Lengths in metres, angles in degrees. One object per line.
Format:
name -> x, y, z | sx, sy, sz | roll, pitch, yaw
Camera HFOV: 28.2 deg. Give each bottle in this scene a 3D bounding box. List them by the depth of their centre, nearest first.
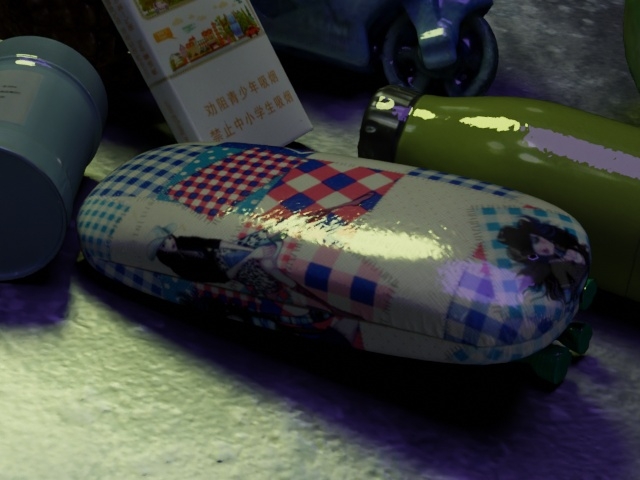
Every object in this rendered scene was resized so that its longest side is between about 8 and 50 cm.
bottle -> 0.151, -0.039, 0.872 | 0.260, 0.112, 0.112 | 20, 34, 18

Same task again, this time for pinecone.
pinecone -> -0.178, -0.194, 1.002 | 0.174, 0.173, 0.173 | 6, 33, -4

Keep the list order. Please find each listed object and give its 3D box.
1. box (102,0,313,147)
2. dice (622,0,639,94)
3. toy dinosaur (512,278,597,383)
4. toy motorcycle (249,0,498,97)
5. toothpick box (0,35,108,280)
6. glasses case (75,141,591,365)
box -> -0.094, -0.156, 0.933 | 0.032, 0.220, 0.122 | -19, 11, 43
dice -> 0.464, -0.204, 1.006 | 0.318, 0.322, 0.330 | -16, 39, -33
toy dinosaur -> 0.114, 0.046, 0.794 | 0.096, 0.059, 0.132 | 15, 26, 33
toy motorcycle -> 0.013, -0.254, 1.064 | 0.319, 0.241, 0.182 | 17, 27, 10
toothpick box -> -0.201, -0.058, 0.832 | 0.101, 0.101, 0.153 | 7, 33, -2
glasses case -> 0.000, 0.000, 0.776 | 0.327, 0.076, 0.125 | 12, 38, 26
